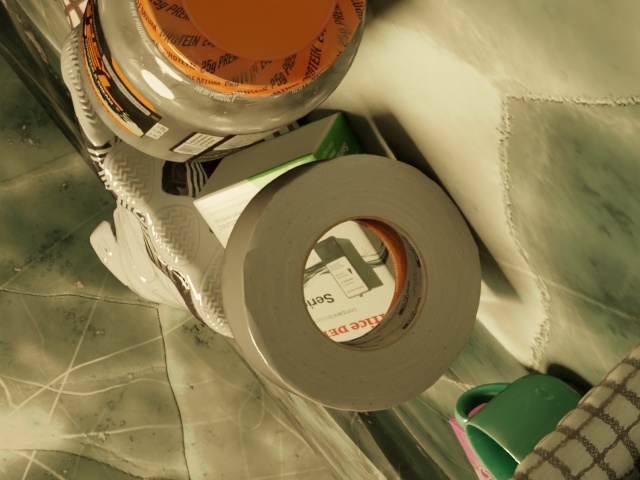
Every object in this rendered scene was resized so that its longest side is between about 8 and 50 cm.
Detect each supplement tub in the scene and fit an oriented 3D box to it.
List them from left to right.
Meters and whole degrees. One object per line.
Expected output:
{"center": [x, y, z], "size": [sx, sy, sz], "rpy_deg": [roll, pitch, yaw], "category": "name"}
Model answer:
{"center": [-0.081, -0.167, 0.922], "size": [0.193, 0.193, 0.316], "rpy_deg": [53, 166, -7], "category": "supplement tub"}

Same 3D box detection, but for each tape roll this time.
{"center": [0.027, 0.036, 1.048], "size": [0.219, 0.219, 0.072], "rpy_deg": [54, 165, -12], "category": "tape roll"}

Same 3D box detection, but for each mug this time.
{"center": [0.201, 0.176, 1.103], "size": [0.158, 0.097, 0.129], "rpy_deg": [48, 167, 17], "category": "mug"}

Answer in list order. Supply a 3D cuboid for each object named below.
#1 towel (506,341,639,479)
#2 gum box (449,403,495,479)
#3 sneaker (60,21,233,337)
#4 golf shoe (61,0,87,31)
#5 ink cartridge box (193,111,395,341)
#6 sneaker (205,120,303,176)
{"center": [0.224, 0.157, 0.679], "size": [0.121, 0.235, 0.283], "rpy_deg": [34, 160, 36], "category": "towel"}
{"center": [0.222, 0.256, 1.326], "size": [0.107, 0.062, 0.188], "rpy_deg": [34, 159, 52], "category": "gum box"}
{"center": [-0.189, -0.060, 1.280], "size": [0.210, 0.137, 0.366], "rpy_deg": [2, 125, 56], "category": "sneaker"}
{"center": [-0.266, -0.299, 1.412], "size": [0.273, 0.105, 0.120], "rpy_deg": [46, 159, 20], "category": "golf shoe"}
{"center": [0.000, 0.000, 1.180], "size": [0.153, 0.087, 0.208], "rpy_deg": [-20, 116, 31], "category": "ink cartridge box"}
{"center": [-0.105, -0.143, 1.317], "size": [0.281, 0.106, 0.162], "rpy_deg": [-1, 122, 61], "category": "sneaker"}
